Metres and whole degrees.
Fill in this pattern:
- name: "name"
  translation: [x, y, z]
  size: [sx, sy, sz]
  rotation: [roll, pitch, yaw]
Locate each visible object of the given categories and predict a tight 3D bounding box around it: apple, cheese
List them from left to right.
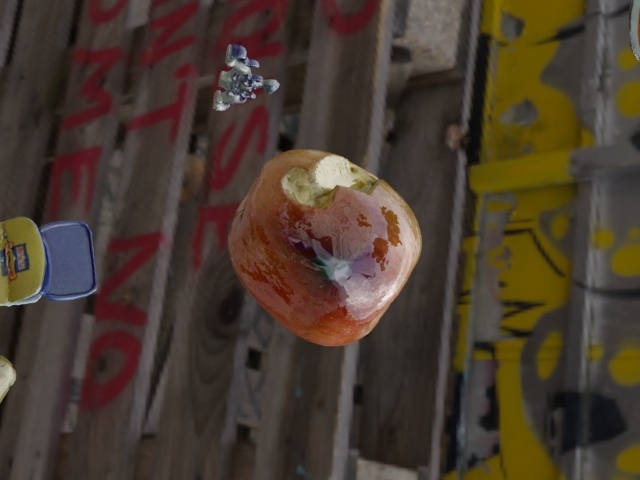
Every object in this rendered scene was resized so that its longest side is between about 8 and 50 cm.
- name: "cheese"
  translation: [-0.328, 0.026, 1.000]
  size: [0.250, 0.064, 0.156]
  rotation: [-8, 73, -13]
- name: "apple"
  translation: [0.000, 0.000, 1.063]
  size: [0.199, 0.199, 0.199]
  rotation: [9, 79, -48]

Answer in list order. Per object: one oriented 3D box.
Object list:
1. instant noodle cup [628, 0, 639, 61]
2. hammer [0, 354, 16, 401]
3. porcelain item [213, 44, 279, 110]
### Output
- name: "instant noodle cup"
  translation: [0.411, -0.204, 1.037]
  size: [0.193, 0.212, 0.193]
  rotation: [-28, 129, -42]
- name: "hammer"
  translation: [-0.403, 0.241, 1.171]
  size: [0.202, 0.113, 0.305]
  rotation: [27, 49, -13]
- name: "porcelain item"
  translation: [-0.088, -0.196, 1.389]
  size: [0.075, 0.136, 0.021]
  rotation: [6, 67, -11]
